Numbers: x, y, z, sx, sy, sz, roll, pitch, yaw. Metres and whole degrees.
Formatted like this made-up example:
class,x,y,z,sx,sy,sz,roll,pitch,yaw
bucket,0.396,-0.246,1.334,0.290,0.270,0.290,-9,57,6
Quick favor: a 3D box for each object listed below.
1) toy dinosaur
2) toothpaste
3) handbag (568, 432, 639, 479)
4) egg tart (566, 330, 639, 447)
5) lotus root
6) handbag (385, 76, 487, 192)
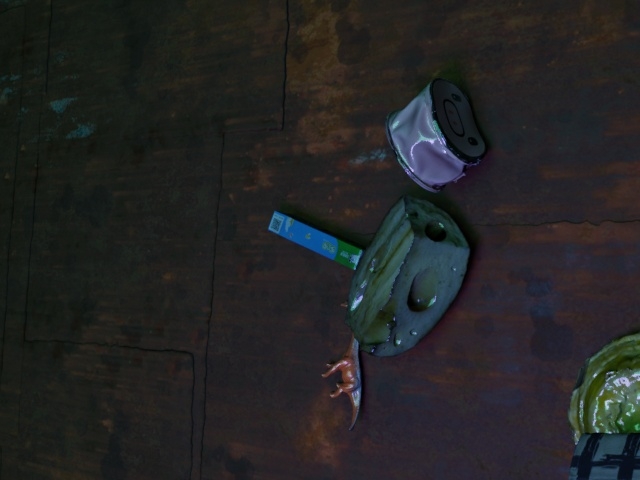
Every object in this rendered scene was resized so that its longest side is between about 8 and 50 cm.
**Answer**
class,x,y,z,sx,sy,sz,roll,pitch,yaw
toy dinosaur,0.054,0.273,1.837,0.101,0.055,0.280,-19,73,24
toothpaste,0.000,0.000,1.893,0.266,0.065,0.050,24,97,36
handbag,0.590,0.436,1.282,0.325,0.162,0.327,-12,116,37
egg tart,0.550,0.297,1.434,0.290,0.115,0.291,-5,81,37
lotus root,0.178,0.081,1.721,0.314,0.141,0.210,-62,29,23
handbag,0.233,-0.210,1.676,0.116,0.179,0.205,-33,66,37
